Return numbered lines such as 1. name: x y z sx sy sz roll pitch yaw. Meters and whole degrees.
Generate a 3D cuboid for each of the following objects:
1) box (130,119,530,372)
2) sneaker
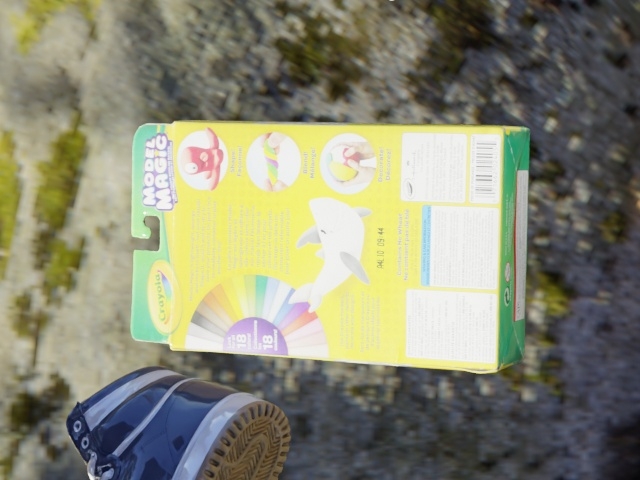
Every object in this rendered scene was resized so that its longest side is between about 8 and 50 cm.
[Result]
1. box: 0.000 0.000 0.838 0.179 0.043 0.105 3 94 22
2. sneaker: -0.151 0.220 1.423 0.153 0.099 0.282 22 74 42
